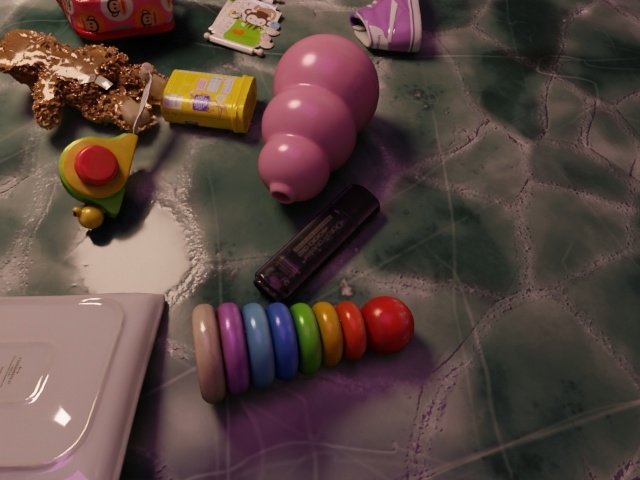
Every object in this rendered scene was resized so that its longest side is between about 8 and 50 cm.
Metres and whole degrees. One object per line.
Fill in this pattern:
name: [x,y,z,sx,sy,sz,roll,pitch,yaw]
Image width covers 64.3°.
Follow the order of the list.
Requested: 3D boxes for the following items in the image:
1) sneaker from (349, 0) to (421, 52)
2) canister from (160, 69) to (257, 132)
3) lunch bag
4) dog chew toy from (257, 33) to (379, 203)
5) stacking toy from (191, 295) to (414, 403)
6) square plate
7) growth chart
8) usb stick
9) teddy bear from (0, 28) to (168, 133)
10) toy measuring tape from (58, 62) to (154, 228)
sneaker: [0.150,-0.569,1.225,0.161,0.102,0.282,0,58,0]
canister: [-0.226,-0.288,1.043,0.169,0.073,0.126,8,58,4]
lunch bag: [-0.460,-0.572,1.161,0.258,0.120,0.293,-20,52,-25]
dog chew toy: [-0.015,-0.216,0.945,0.206,0.207,0.332,17,67,8]
stacking toy: [-0.017,0.140,0.759,0.330,0.141,0.141,-8,59,-13]
square plate: [-0.417,0.193,0.691,0.343,0.049,0.347,0,41,-2]
growth chart: [-0.177,-0.536,1.232,0.171,0.021,0.237,12,59,3]
usb stick: [0.000,0.000,0.892,0.077,0.045,0.278,40,64,12]
teddy bear: [-0.476,-0.315,1.041,0.337,0.113,0.245,5,65,-9]
toy measuring tape: [-0.390,-0.183,0.914,0.121,0.121,0.330,8,77,2]
